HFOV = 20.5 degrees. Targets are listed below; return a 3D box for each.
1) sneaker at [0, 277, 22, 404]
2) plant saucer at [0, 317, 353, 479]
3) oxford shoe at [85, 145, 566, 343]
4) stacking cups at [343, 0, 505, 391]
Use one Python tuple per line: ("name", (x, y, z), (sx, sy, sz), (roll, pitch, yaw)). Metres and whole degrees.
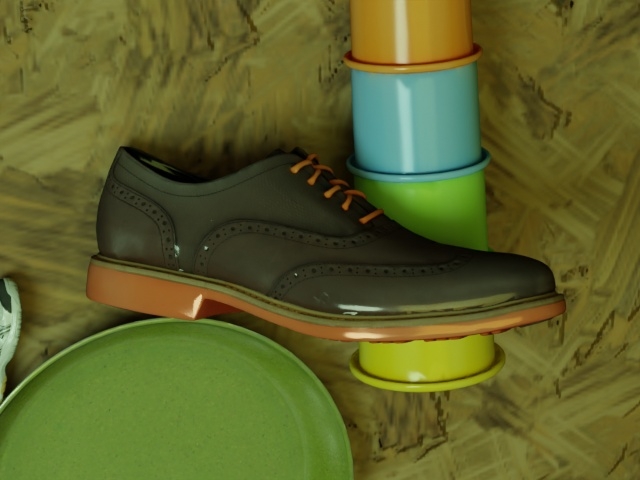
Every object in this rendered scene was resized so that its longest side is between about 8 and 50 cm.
("sneaker", (-0.194, 0.060, 1.006), (0.037, 0.032, 0.083), (10, 104, -21))
("plant saucer", (-0.099, 0.154, 1.066), (0.241, 0.037, 0.241), (-5, 109, -16))
("oxford shoe", (0.000, 0.000, 0.961), (0.271, 0.097, 0.098), (6, 94, 15))
("stacking cups", (0.049, -0.075, 1.020), (0.096, 0.096, 0.316), (-10, 105, -15))
